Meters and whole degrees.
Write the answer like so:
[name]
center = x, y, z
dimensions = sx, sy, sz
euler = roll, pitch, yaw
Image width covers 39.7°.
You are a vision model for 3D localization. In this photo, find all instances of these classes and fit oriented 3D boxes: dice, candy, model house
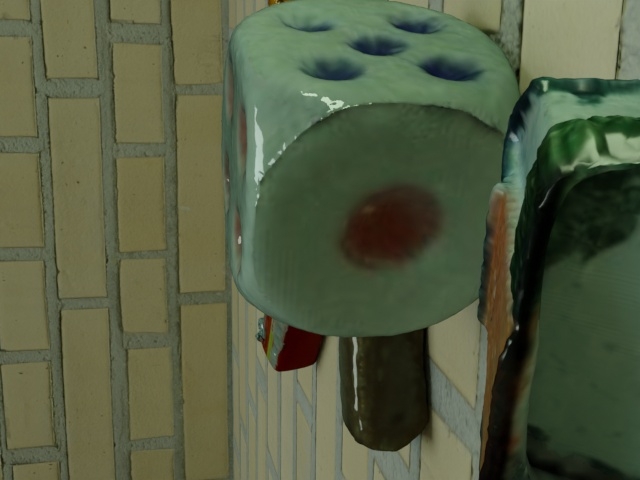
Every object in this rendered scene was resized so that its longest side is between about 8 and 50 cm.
[dice]
center = 0.039, -0.079, 0.902
dimensions = 0.262, 0.264, 0.268
euler = -108, 19, -54
[candy]
center = 0.079, 0.149, 1.152
dimensions = 0.104, 0.102, 0.234
euler = 171, 95, -79
[model house]
center = 0.184, -0.007, 0.537
dimensions = 0.291, 0.184, 0.253
euler = -85, -5, -54

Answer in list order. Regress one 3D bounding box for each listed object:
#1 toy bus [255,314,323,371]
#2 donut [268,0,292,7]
[toy bus]
center = -0.048, 0.155, 1.747
dimensions = 0.265, 0.121, 0.120
euler = 105, 151, -52
[donut]
center = -0.046, -0.438, 1.610
dimensions = 0.253, 0.118, 0.254
euler = 179, 90, -81
